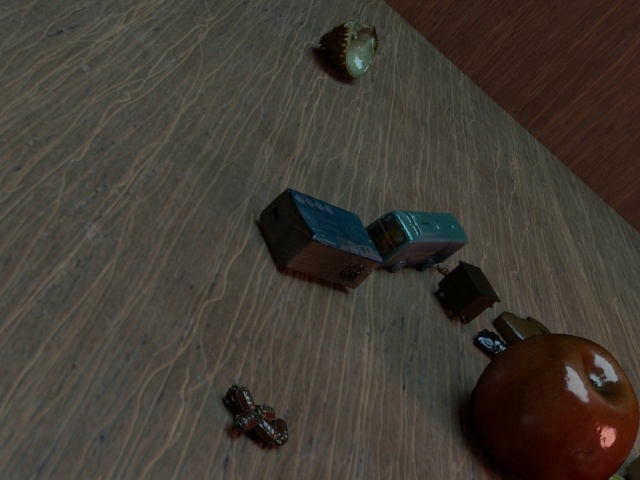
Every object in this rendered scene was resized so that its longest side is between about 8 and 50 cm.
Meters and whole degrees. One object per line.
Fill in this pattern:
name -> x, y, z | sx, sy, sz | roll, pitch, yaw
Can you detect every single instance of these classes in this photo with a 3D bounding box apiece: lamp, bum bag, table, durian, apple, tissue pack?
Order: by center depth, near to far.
lamp -> -0.070, 0.205, 1.027 | 0.083, 0.031, 0.063 | 33, 27, -32
apple -> 0.371, 0.262, 1.402 | 0.272, 0.206, 0.251 | 14, 32, -35
tissue pack -> 0.000, 0.000, 1.404 | 0.169, 0.082, 0.120 | 19, 34, -45
bum bag -> 0.339, 0.209, 1.670 | 0.124, 0.034, 0.058 | 40, 38, -9
table -> 0.269, 0.101, 1.673 | 0.070, 0.082, 0.083 | 18, 35, -46
durian -> 0.079, -0.484, 2.254 | 0.144, 0.139, 0.252 | 57, 26, 16

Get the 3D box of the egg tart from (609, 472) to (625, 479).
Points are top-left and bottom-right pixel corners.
egg tart -> 0.467, 0.429, 1.467 | 0.197, 0.078, 0.197 | 38, 23, -19

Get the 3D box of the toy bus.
toy bus -> 0.174, -0.003, 1.666 | 0.262, 0.109, 0.091 | -2, 57, -58

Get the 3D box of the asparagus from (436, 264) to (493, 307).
asparagus -> 0.294, 0.092, 1.815 | 0.166, 0.013, 0.016 | 35, 15, -23

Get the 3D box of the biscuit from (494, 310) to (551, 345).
biscuit -> 0.473, 0.265, 1.781 | 0.278, 0.043, 0.301 | 29, 28, -31

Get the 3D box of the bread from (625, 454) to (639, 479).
bread -> 0.708, 0.516, 1.616 | 0.187, 0.155, 0.338 | 25, 27, -54
